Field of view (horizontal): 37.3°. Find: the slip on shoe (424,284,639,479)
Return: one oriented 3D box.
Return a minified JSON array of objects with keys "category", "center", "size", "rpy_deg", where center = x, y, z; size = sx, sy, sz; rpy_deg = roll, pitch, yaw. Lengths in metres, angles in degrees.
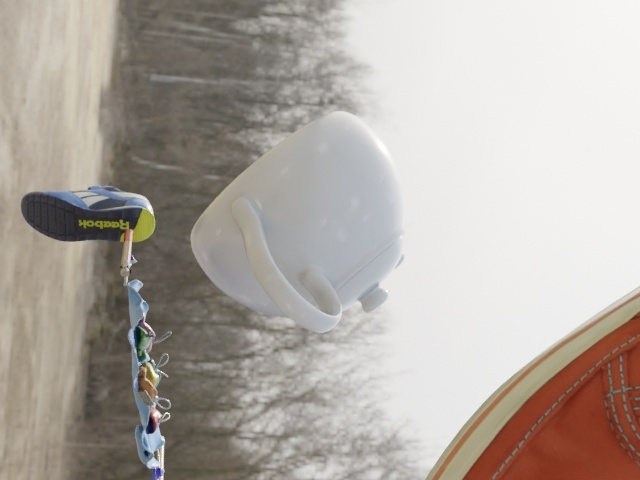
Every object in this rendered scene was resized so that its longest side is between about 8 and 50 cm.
[{"category":"slip on shoe","center":[0.146,0.078,0.331],"size":[0.331,0.123,0.101],"rpy_deg":[-42,-154,12]}]

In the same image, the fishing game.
[{"category":"fishing game","center":[-0.164,0.128,0.930],"size":[0.189,0.041,0.264],"rpy_deg":[-119,-157,-72]}]

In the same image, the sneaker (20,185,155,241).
[{"category":"sneaker","center":[-0.253,-0.032,1.039],"size":[0.059,0.144,0.053],"rpy_deg":[-98,-162,-60]}]

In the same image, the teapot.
[{"category":"teapot","center":[0.000,0.000,1.000],"size":[0.187,0.256,0.252],"rpy_deg":[51,-26,5]}]
